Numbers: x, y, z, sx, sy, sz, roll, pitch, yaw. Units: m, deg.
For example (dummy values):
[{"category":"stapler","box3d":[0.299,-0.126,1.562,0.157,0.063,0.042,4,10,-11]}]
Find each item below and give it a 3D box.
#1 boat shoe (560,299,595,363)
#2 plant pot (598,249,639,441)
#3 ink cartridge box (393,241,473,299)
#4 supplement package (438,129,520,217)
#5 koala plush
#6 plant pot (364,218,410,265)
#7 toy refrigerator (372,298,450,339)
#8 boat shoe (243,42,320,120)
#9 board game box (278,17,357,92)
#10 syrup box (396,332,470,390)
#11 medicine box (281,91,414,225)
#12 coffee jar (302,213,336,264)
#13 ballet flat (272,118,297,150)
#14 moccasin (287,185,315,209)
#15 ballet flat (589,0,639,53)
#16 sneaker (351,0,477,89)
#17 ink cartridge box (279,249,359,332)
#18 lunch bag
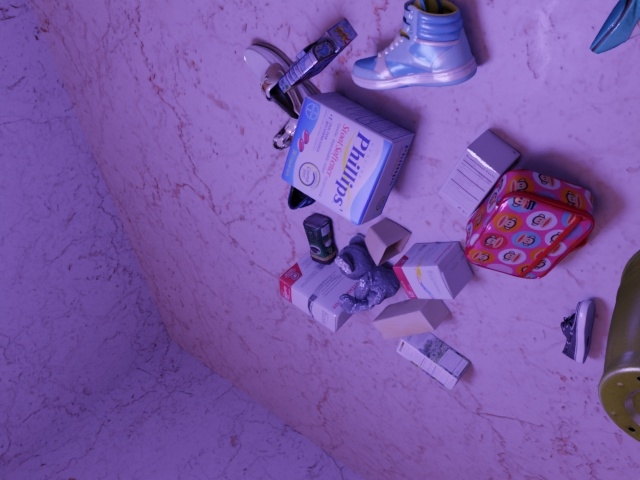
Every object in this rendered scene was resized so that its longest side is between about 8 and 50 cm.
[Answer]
[{"category":"boat shoe","box3d":[0.679,0.238,1.529,0.076,0.080,0.228,19,144,36]},{"category":"plant pot","box3d":[0.753,0.235,1.180,0.366,0.353,0.366,31,143,26]},{"category":"ink cartridge box","box3d":[0.339,0.091,1.718,0.176,0.128,0.127,-5,120,52]},{"category":"supplement package","box3d":[0.390,-0.163,1.420,0.105,0.105,0.179,42,146,14]},{"category":"koala plush","box3d":[0.140,0.102,1.924,0.203,0.196,0.221,-19,109,43]},{"category":"plant pot","box3d":[0.201,-0.003,1.811,0.096,0.109,0.109,49,149,22]},{"category":"toy refrigerator","box3d":[0.307,0.265,1.959,0.094,0.102,0.269,53,146,-7]},{"category":"boat shoe","box3d":[-0.127,-0.473,1.705,0.302,0.103,0.113,41,146,11]},{"category":"board game box","box3d":[-0.006,-0.491,1.507,0.194,0.194,0.060,-32,99,42]},{"category":"syrup box","box3d":[0.393,0.406,2.010,0.237,0.093,0.096,34,145,21]},{"category":"medicine box","box3d":[0.071,-0.233,1.601,0.289,0.149,0.263,33,122,21]},{"category":"coffee jar","box3d":[0.000,0.000,2.064,0.096,0.079,0.184,19,136,34]},{"category":"ballet flat","box3d":[-0.092,-0.346,1.827,0.072,0.068,0.213,50,147,-3]},{"category":"moccasin","box3d":[-0.025,-0.205,1.848,0.138,0.117,0.342,38,145,15]},{"category":"ballet flat","box3d":[0.563,-0.416,0.990,0.087,0.083,0.247,25,144,10]},{"category":"sneaker","box3d":[0.196,-0.466,1.324,0.319,0.127,0.208,6,131,34]},{"category":"ink cartridge box","box3d":[0.013,0.183,2.128,0.273,0.197,0.114,31,145,26]},{"category":"lunch bag","box3d":[0.509,-0.027,1.378,0.258,0.120,0.293,17,144,-2]}]
